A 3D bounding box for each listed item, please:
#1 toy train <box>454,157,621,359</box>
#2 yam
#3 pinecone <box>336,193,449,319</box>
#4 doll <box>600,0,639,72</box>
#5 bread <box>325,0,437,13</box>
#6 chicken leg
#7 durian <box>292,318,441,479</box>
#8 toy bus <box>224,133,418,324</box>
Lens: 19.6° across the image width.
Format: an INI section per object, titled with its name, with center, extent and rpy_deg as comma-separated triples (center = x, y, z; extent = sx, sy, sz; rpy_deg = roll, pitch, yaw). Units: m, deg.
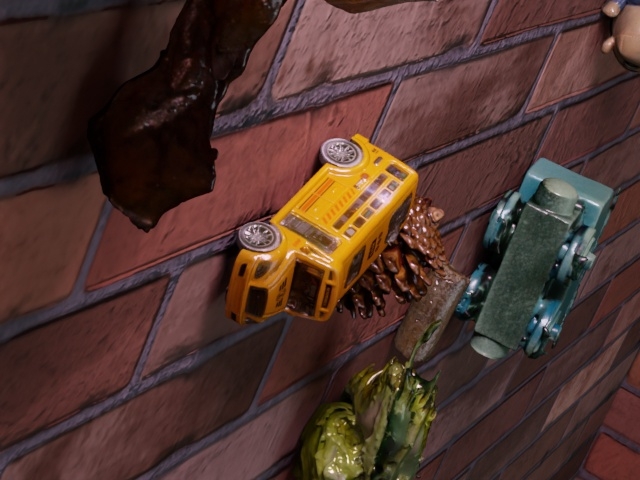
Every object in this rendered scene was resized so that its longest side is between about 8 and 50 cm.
[toy train]
center = 0.221, 0.021, 1.896
extent = 0.163, 0.112, 0.203
rpy_deg = -41, 156, -63
[yam]
center = 0.104, 0.067, 1.736
extent = 0.094, 0.043, 0.043
rpy_deg = -63, 163, 10
[pinecone]
center = 0.043, 0.009, 1.387
extent = 0.109, 0.102, 0.102
rpy_deg = -44, 159, -17
[doll]
center = 0.328, -0.228, 1.840
extent = 0.179, 0.102, 0.089
rpy_deg = 90, -5, -57
[bread]
center = 0.026, -0.213, 0.760
extent = 0.192, 0.210, 0.110
rpy_deg = -47, -156, -12
[chicken leg]
center = -0.035, -0.138, 0.896
extent = 0.093, 0.113, 0.304
rpy_deg = 4, 119, -48
[durian]
center = 0.038, 0.188, 1.627
extent = 0.132, 0.106, 0.375
rpy_deg = -46, 159, -35
[toy bus]
center = 0.000, 0.000, 1.269
extent = 0.162, 0.074, 0.069
rpy_deg = -47, 160, -41
